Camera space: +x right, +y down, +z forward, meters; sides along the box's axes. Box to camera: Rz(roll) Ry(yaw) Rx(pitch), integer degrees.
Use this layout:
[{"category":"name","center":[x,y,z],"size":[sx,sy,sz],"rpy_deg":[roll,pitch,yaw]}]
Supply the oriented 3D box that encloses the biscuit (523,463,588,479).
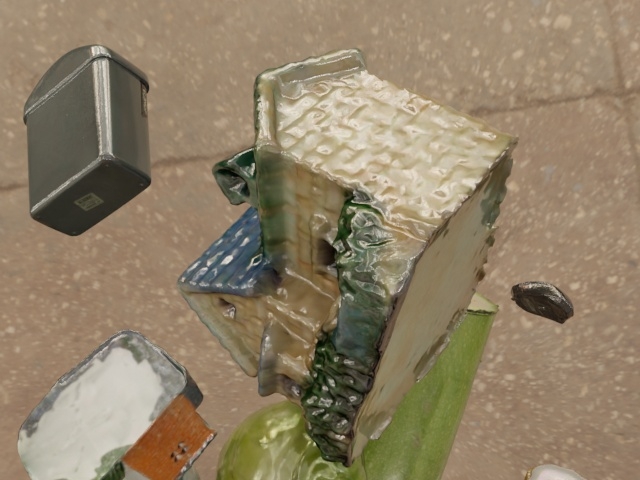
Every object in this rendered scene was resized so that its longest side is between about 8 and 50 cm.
[{"category":"biscuit","center":[0.384,0.454,1.360],"size":[0.181,0.049,0.208],"rpy_deg":[31,45,31]}]

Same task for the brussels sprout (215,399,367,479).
[{"category":"brussels sprout","center":[-0.046,0.402,1.404],"size":[0.243,0.274,0.316],"rpy_deg":[13,100,-27]}]

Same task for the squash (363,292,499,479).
[{"category":"squash","center":[0.171,0.265,1.667],"size":[0.263,0.263,0.384],"rpy_deg":[19,97,7]}]

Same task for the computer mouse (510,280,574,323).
[{"category":"computer mouse","center":[0.502,0.130,1.895],"size":[0.057,0.172,0.099],"rpy_deg":[-52,122,-19]}]

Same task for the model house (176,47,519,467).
[{"category":"model house","center":[0.000,0.000,1.183],"size":[0.400,0.445,0.395],"rpy_deg":[32,56,20]}]

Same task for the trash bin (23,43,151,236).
[{"category":"trash bin","center":[-0.312,-0.144,1.129],"size":[0.177,0.101,0.236],"rpy_deg":[-30,52,22]}]

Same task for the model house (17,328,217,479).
[{"category":"model house","center":[-0.297,0.340,1.386],"size":[0.190,0.300,0.271],"rpy_deg":[28,69,37]}]
